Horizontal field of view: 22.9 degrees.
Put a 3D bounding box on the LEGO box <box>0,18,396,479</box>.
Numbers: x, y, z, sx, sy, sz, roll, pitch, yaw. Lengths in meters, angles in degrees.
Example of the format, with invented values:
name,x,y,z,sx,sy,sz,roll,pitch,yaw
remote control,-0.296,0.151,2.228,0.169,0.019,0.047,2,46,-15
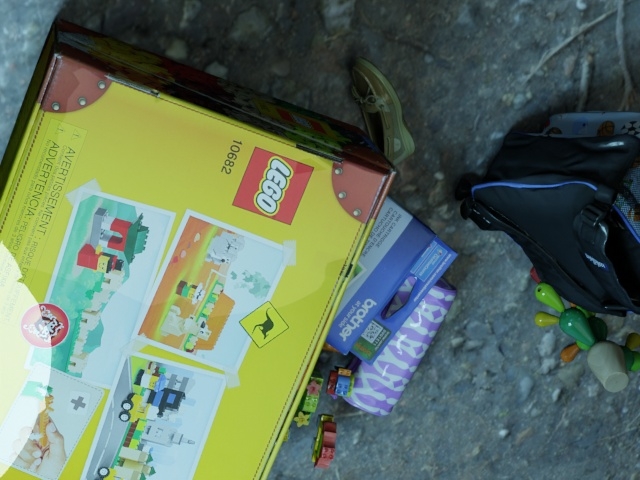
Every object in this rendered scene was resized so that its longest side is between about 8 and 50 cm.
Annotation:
name,x,y,z,sx,sy,sz,roll,pitch,yaw
LEGO box,-0.195,0.066,1.709,0.372,0.193,0.500,19,103,-16

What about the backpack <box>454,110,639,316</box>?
name,x,y,z,sx,sy,sz,roll,pitch,yaw
backpack,0.355,-0.029,1.988,0.213,0.276,0.263,-48,120,-21

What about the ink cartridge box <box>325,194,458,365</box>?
name,x,y,z,sx,sy,sz,roll,pitch,yaw
ink cartridge box,0.000,0.000,1.863,0.311,0.065,0.186,37,92,-17

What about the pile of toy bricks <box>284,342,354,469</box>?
name,x,y,z,sx,sy,sz,roll,pitch,yaw
pile of toy bricks,-0.014,0.177,1.943,0.118,0.105,0.212,10,101,-10

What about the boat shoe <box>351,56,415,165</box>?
name,x,y,z,sx,sy,sz,roll,pitch,yaw
boat shoe,0.067,-0.151,1.894,0.048,0.056,0.153,-37,132,-14

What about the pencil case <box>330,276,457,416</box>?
name,x,y,z,sx,sy,sz,roll,pitch,yaw
pencil case,0.096,0.123,2.016,0.088,0.086,0.206,19,103,-33

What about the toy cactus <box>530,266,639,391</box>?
name,x,y,z,sx,sy,sz,roll,pitch,yaw
toy cactus,0.363,0.138,2.123,0.112,0.180,0.219,-33,121,13
